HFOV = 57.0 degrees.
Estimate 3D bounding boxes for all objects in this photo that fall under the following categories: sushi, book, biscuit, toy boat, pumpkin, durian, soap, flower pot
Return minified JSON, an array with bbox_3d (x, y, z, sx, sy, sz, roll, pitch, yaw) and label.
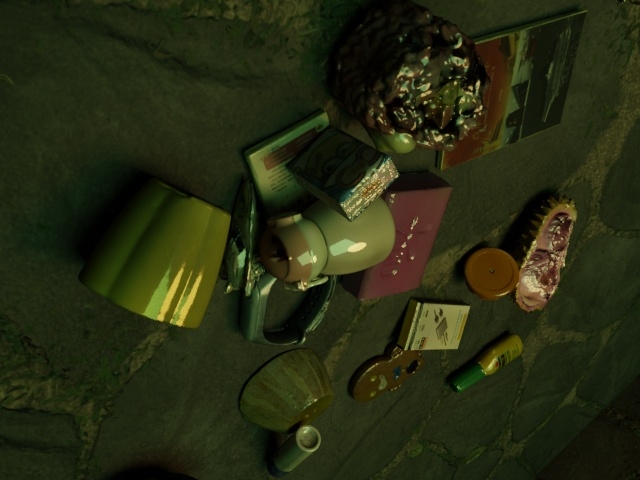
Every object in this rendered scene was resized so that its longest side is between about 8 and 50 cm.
[{"bbox_3d":[0.158,-0.253,0.986,0.270,0.171,0.236,24,103,-50],"label":"sushi"},{"bbox_3d":[-0.035,-0.098,1.049,0.162,0.022,0.232,-33,134,-19],"label":"book"},{"bbox_3d":[0.176,0.337,1.514,0.236,0.039,0.180,-24,133,-21],"label":"biscuit"},{"bbox_3d":[-0.131,-0.007,1.008,0.066,0.084,0.210,-9,115,-39],"label":"toy boat"},{"bbox_3d":[-0.056,0.353,1.298,0.217,0.110,0.217,-27,136,-29],"label":"pumpkin"},{"bbox_3d":[0.551,0.033,1.546,0.191,0.112,0.341,-2,113,-28],"label":"durian"},{"bbox_3d":[0.155,-0.007,1.219,0.181,0.081,0.259,-7,123,-35],"label":"soap"},{"bbox_3d":[0.399,-0.316,1.234,0.374,0.028,0.262,-23,133,-24],"label":"book"},{"bbox_3d":[-0.229,0.010,0.872,0.195,0.195,0.179,27,88,-45],"label":"flower pot"}]

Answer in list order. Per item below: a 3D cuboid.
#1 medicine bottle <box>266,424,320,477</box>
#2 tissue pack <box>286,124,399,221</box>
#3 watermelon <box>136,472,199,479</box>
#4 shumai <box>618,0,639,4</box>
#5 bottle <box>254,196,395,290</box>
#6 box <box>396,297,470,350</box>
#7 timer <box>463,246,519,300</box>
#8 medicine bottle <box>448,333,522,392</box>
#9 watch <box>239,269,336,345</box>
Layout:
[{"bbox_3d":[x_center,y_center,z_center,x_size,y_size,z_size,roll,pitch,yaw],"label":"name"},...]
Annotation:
[{"bbox_3d":[-0.065,0.484,1.343,0.059,0.059,0.231,-13,153,-31],"label":"medicine bottle"},{"bbox_3d":[0.035,-0.115,0.967,0.115,0.155,0.065,-45,136,-8],"label":"tissue pack"},{"bbox_3d":[-0.313,0.589,1.155,0.269,0.269,0.269,-20,130,-26],"label":"watermelon"},{"bbox_3d":[0.680,-0.547,1.262,0.080,0.082,0.083,13,70,-33],"label":"shumai"},{"bbox_3d":[0.000,0.000,1.012,0.236,0.147,0.147,-19,129,-35],"label":"bottle"},{"bbox_3d":[0.301,0.216,1.507,0.247,0.033,0.129,7,100,-41],"label":"box"},{"bbox_3d":[0.423,0.105,1.501,0.132,0.132,0.152,-37,158,-11],"label":"timer"},{"bbox_3d":[0.494,0.370,1.764,0.260,0.064,0.095,-27,133,-19],"label":"medicine bottle"},{"bbox_3d":[-0.061,0.117,1.150,0.193,0.068,0.206,-12,124,-31],"label":"watch"}]
